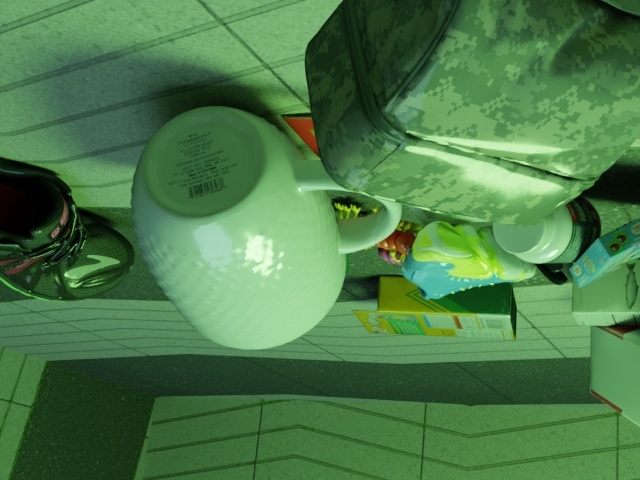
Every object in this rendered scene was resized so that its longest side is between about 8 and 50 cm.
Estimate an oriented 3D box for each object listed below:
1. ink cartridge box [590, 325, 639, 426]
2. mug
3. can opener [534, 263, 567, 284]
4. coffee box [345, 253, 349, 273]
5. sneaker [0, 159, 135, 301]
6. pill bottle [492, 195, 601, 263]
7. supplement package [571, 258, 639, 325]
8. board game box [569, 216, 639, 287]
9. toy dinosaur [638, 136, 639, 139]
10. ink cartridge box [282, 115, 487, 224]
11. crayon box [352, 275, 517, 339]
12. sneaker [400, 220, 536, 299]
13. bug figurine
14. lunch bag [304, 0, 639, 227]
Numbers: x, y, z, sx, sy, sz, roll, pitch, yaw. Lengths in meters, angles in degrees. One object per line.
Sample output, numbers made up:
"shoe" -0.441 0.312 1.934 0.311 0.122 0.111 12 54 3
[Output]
"ink cartridge box" 0.736 0.232 1.875 0.385 0.160 0.279 -4 -173 -9
"mug" -0.074 -0.034 1.403 0.374 0.276 0.328 -6 153 8
"can opener" 0.358 0.019 1.641 0.073 0.059 0.186 -31 -162 7
"coffee box" 0.000 0.000 1.736 0.113 0.040 0.184 47 169 14
"sneaker" -0.488 -0.012 1.730 0.202 0.185 0.483 -2 162 35
"pill bottle" 0.331 -0.019 1.485 0.108 0.108 0.180 -7 175 36
"supplement package" 0.558 0.096 1.848 0.179 0.105 0.105 -2 161 22
"board game box" 0.481 -0.010 1.477 0.211 0.039 0.160 -25 164 -9
"toy dinosaur" 0.471 -0.107 1.311 0.112 0.064 0.211 -8 157 40
"ink cartridge box" 0.116 -0.099 1.452 0.261 0.066 0.296 -2 161 22
"crayon box" 0.246 0.142 2.132 0.323 0.083 0.203 1 162 14
"sneaker" 0.220 0.037 1.568 0.240 0.091 0.126 16 135 -35
"bug figurine" 0.143 0.013 1.687 0.216 0.072 0.279 17 175 45
"lunch bag" 0.172 -0.170 0.977 0.305 0.212 0.256 13 145 -28
